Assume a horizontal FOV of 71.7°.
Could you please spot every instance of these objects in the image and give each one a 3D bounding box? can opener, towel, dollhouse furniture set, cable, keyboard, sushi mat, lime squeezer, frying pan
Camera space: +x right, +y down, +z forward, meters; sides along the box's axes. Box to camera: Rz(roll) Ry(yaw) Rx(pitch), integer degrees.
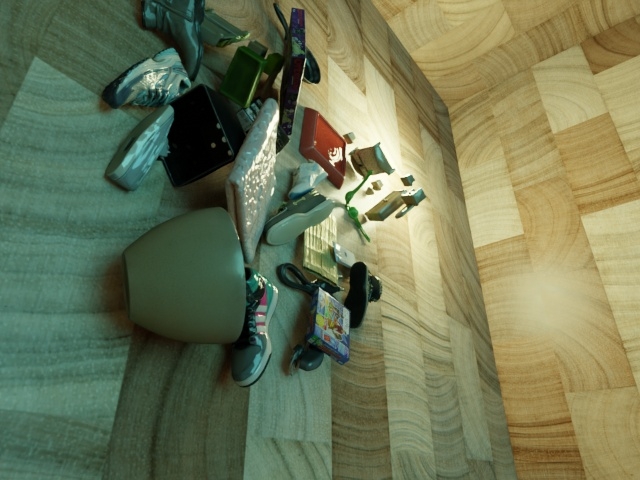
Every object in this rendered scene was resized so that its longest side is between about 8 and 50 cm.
[{"bbox_3d":[-0.009,0.304,1.289,0.280,0.093,0.074,-39,141,-60],"label":"can opener"},{"bbox_3d":[-0.168,-0.151,1.167,0.317,0.053,0.331,97,5,-50],"label":"towel"},{"bbox_3d":[0.207,-0.267,1.800,0.174,0.303,0.355,-39,108,-17],"label":"dollhouse furniture set"},{"bbox_3d":[-0.292,-0.572,1.376,0.302,0.151,0.197,33,31,0],"label":"dollhouse furniture set"},{"bbox_3d":[-0.032,0.154,1.396,0.287,0.072,0.139,16,76,-37],"label":"cable"},{"bbox_3d":[0.090,0.060,1.572,0.256,0.014,0.072,31,40,-67],"label":"keyboard"},{"bbox_3d":[0.000,0.000,1.473,0.151,0.019,0.316,32,38,-29],"label":"sushi mat"},{"bbox_3d":[0.151,-0.137,1.762,0.059,0.110,0.310,-83,172,-60],"label":"lime squeezer"},{"bbox_3d":[-0.109,-0.754,1.759,0.326,0.053,0.197,42,42,-33],"label":"frying pan"}]

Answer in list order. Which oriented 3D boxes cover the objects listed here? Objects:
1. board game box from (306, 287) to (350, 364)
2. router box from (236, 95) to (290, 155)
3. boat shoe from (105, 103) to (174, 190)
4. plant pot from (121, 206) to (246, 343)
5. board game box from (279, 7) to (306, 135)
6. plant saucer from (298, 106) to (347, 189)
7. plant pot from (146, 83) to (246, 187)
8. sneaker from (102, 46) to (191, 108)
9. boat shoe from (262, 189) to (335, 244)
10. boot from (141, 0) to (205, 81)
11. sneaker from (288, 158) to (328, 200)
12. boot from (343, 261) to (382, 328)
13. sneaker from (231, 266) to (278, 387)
[{"bbox_3d":[0.028,0.244,1.286,0.136,0.035,0.201,40,27,-19],"label":"board game box"},{"bbox_3d":[-0.185,-0.363,1.437,0.179,0.046,0.133,55,36,-21],"label":"router box"},{"bbox_3d":[-0.392,-0.210,1.009,0.081,0.079,0.227,51,54,-42],"label":"boat shoe"},{"bbox_3d":[-0.287,0.077,0.884,0.191,0.284,0.284,-4,74,-28],"label":"plant pot"},{"bbox_3d":[-0.095,-0.532,1.440,0.056,0.347,0.208,-1,65,-12],"label":"board game box"},{"bbox_3d":[0.025,-0.371,1.748,0.259,0.048,0.258,38,44,-38],"label":"plant saucer"},{"bbox_3d":[-0.285,-0.260,1.125,0.187,0.188,0.167,67,23,-3],"label":"plant pot"},{"bbox_3d":[-0.401,-0.373,1.075,0.122,0.110,0.283,56,35,-25],"label":"sneaker"},{"bbox_3d":[-0.079,-0.077,1.387,0.091,0.109,0.305,40,43,20],"label":"boat shoe"},{"bbox_3d":[-0.405,-0.568,1.204,0.161,0.083,0.246,1,97,-27],"label":"boot"},{"bbox_3d":[-0.061,-0.202,1.509,0.092,0.087,0.228,46,35,-6],"label":"sneaker"},{"bbox_3d":[0.162,0.212,1.591,0.178,0.085,0.236,38,55,-54],"label":"boot"},{"bbox_3d":[-0.189,0.176,1.049,0.178,0.124,0.295,53,27,-38],"label":"sneaker"}]
